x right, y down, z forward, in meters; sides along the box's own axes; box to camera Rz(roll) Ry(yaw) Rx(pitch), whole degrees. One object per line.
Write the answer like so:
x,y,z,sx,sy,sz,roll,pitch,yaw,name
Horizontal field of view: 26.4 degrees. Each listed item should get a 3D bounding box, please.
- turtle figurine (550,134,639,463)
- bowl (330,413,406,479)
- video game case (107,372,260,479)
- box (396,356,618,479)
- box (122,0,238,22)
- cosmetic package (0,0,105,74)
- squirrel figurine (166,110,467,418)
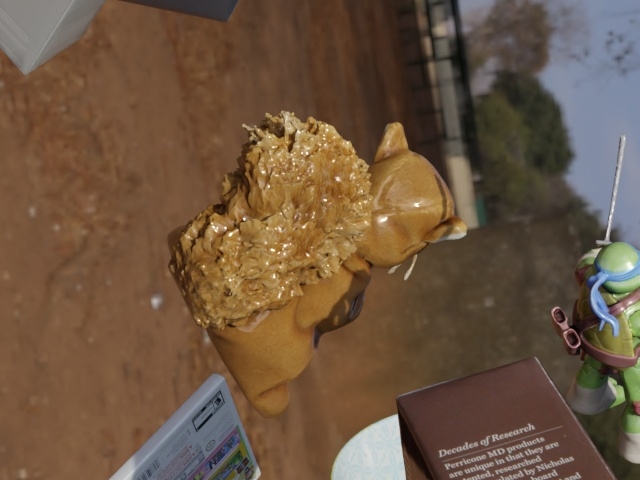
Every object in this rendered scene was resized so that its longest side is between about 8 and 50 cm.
0.357,0.082,1.442,0.274,0.198,0.266,-53,151,-43,turtle figurine
0.162,0.353,1.738,0.289,0.289,0.156,-92,176,-64,bowl
-0.169,0.299,1.688,0.212,0.023,0.193,-45,138,-31,video game case
0.182,0.283,1.048,0.381,0.143,0.191,-114,-168,-56,box
-0.221,-0.532,1.816,0.212,0.294,0.395,133,-37,-62,box
-0.307,-0.305,1.546,0.127,0.238,0.107,50,50,-4,cosmetic package
0.000,0.000,1.777,0.281,0.370,0.397,62,0,21,squirrel figurine
